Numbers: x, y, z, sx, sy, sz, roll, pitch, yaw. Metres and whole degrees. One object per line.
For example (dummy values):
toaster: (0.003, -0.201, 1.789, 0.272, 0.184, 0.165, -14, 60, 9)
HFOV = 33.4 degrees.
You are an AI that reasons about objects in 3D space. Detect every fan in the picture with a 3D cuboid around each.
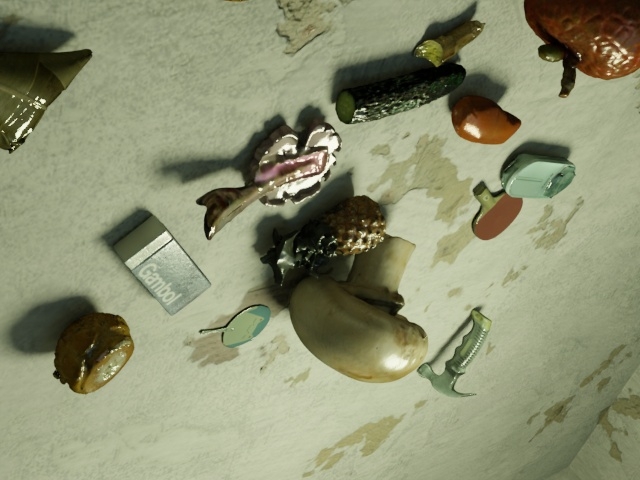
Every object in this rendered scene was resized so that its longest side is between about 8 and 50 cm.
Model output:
fan: (-0.166, 0.170, 2.073, 0.175, 0.005, 0.113, -2, 132, -47)

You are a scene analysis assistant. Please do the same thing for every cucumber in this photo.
cucumber: (0.154, -0.257, 1.839, 0.293, 0.067, 0.067, -20, 143, -33)

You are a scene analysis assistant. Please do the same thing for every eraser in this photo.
eraser: (-0.260, 0.045, 1.769, 0.092, 0.046, 0.212, -38, 149, -5)

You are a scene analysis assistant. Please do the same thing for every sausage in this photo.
sausage: (0.313, -0.228, 2.035, 0.179, 0.089, 0.089, 7, 124, -46)

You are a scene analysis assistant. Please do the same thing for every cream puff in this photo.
cream puff: (-0.375, 0.178, 1.753, 0.144, 0.103, 0.126, -48, 162, 12)

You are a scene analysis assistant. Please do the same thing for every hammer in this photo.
hammer: (0.363, 0.290, 2.711, 0.226, 0.158, 0.041, -60, 149, 5)

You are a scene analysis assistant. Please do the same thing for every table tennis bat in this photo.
table tennis bat: (0.386, -0.071, 2.382, 0.138, 0.022, 0.246, -45, 151, 4)

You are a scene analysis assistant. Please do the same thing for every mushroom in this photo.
mushroom: (0.099, 0.124, 2.085, 0.290, 0.292, 0.292, -61, 148, -1)

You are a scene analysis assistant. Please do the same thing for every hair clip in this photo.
hair clip: (-0.092, -0.097, 1.754, 0.300, 0.069, 0.173, -32, 151, -36)

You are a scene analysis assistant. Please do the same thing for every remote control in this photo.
remote control: (0.483, -0.143, 2.363, 0.247, 0.052, 0.104, 1, 130, -50)

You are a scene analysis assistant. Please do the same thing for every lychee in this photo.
lychee: (0.475, -0.395, 1.857, 0.300, 0.255, 0.255, -53, 148, 9)

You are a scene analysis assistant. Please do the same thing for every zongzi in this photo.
zongzi: (-0.373, -0.212, 1.297, 0.176, 0.078, 0.160, -48, 150, -9)

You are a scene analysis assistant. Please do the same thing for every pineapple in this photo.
pineapple: (0.000, 0.000, 1.960, 0.237, 0.119, 0.111, -27, -169, -16)

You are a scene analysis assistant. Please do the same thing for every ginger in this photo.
ginger: (0.224, -0.338, 1.838, 0.137, 0.044, 0.057, -30, 130, -22)
